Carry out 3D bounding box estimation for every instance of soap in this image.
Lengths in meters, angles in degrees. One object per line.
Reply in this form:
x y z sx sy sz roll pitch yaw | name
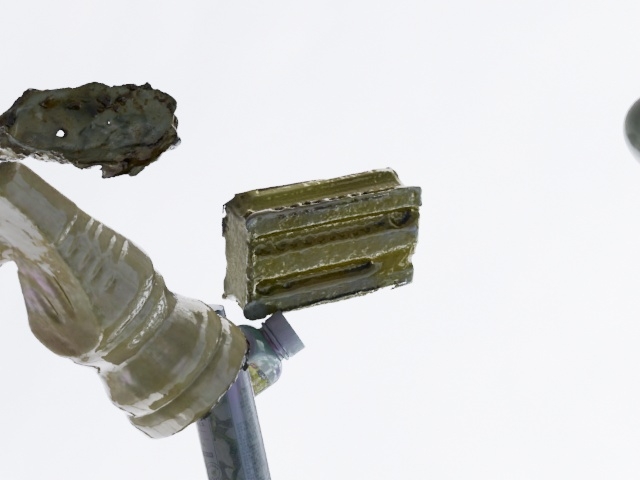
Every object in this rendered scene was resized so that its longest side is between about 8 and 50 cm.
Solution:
0.001 0.001 1.603 0.076 0.233 0.135 37 -48 49 | soap

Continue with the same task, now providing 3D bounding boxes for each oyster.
-0.153 -0.072 0.899 0.132 0.029 0.086 21 -123 22 | oyster

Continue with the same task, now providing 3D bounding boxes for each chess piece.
-0.207 0.045 1.259 0.137 0.301 0.137 -31 -148 22 | chess piece

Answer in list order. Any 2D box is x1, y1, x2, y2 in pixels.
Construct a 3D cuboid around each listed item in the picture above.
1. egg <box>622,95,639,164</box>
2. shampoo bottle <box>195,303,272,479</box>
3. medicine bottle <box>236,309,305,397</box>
0.376 -0.107 1.445 0.103 0.135 0.103 -163 -90 -81 | egg
-0.098 0.170 1.429 0.072 0.072 0.214 3 -72 52 | shampoo bottle
-0.078 0.131 1.554 0.118 0.074 0.055 -35 -128 -4 | medicine bottle
